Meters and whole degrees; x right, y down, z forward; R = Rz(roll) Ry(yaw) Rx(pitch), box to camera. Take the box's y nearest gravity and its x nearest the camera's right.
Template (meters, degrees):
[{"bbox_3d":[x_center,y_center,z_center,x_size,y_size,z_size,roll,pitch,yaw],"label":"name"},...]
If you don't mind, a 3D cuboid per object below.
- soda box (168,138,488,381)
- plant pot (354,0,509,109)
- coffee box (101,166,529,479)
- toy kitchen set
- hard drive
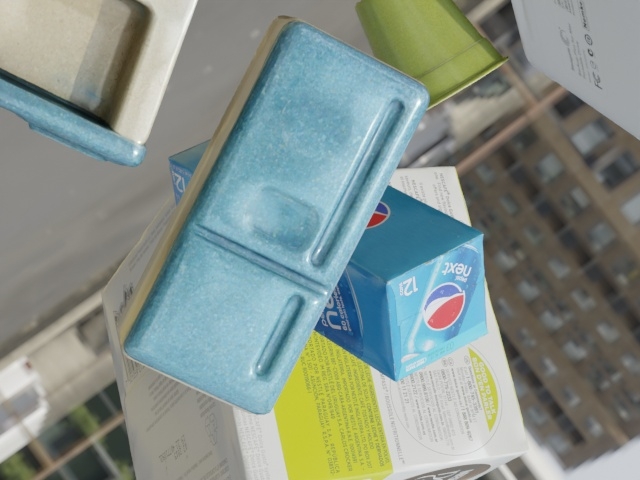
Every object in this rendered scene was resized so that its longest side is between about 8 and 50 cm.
[{"bbox_3d":[0.000,0.000,0.881,0.071,0.210,0.067,-26,125,-30],"label":"soda box"},{"bbox_3d":[0.062,-0.126,0.948,0.083,0.079,0.083,-30,-175,3],"label":"plant pot"},{"bbox_3d":[-0.019,0.141,1.705,0.334,0.338,0.337,-4,160,-26],"label":"coffee box"},{"bbox_3d":[-0.074,-0.031,0.421,0.122,0.207,0.166,-63,-167,5],"label":"toy kitchen set"},{"bbox_3d":[0.207,-0.132,0.923,0.040,0.307,0.203,-31,130,-12],"label":"hard drive"}]
